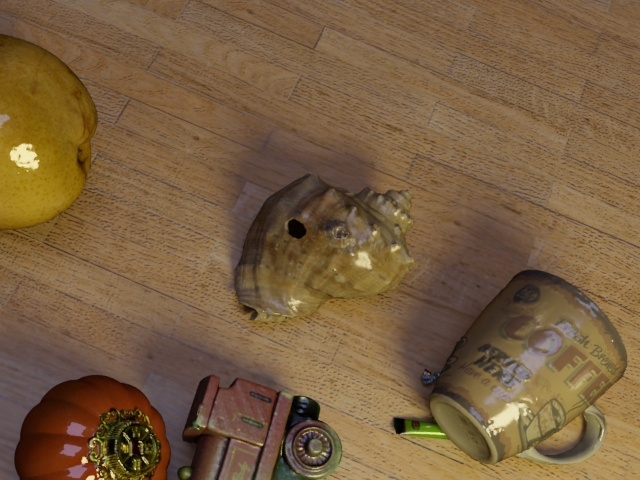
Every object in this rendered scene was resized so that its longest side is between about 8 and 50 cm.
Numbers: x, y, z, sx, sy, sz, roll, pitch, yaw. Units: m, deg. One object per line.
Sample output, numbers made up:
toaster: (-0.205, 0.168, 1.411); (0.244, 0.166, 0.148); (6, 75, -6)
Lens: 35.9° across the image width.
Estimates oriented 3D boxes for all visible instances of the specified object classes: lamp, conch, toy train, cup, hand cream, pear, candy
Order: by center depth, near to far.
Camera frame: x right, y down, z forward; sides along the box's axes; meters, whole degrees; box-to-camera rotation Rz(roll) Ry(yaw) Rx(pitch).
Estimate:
lamp: (-0.311, 0.296, 1.359); (0.223, 0.196, 0.223); (20, 63, -43)
toy train: (-0.102, 0.347, 1.381); (0.221, 0.150, 0.304); (20, 61, -9)
pear: (-0.497, -0.166, 1.497); (0.314, 0.314, 0.314); (4, 64, -8)
cup: (0.316, 0.238, 1.510); (0.257, 0.227, 0.301); (-40, 108, -18)
hand cream: (0.175, 0.297, 1.540); (0.122, 0.023, 0.036); (7, 34, -5)
conch: (0.002, -0.008, 1.581); (0.324, 0.186, 0.263); (-27, 54, -22)
candy: (0.203, 0.218, 1.584); (0.083, 0.020, 0.030); (-3, 66, -12)
